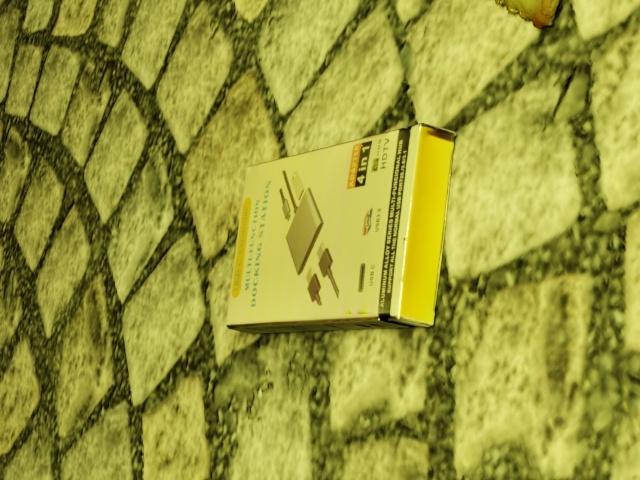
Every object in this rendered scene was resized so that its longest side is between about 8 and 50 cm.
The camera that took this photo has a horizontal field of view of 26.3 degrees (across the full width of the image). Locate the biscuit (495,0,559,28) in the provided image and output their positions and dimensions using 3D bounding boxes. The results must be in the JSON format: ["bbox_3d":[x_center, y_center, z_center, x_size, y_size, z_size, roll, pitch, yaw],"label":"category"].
[{"bbox_3d":[0.109,-0.230,0.862,0.203,0.016,0.144,53,136,51],"label":"biscuit"}]

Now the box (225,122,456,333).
[{"bbox_3d":[0.000,0.000,0.953,0.247,0.033,0.129,-9,71,56],"label":"box"}]
